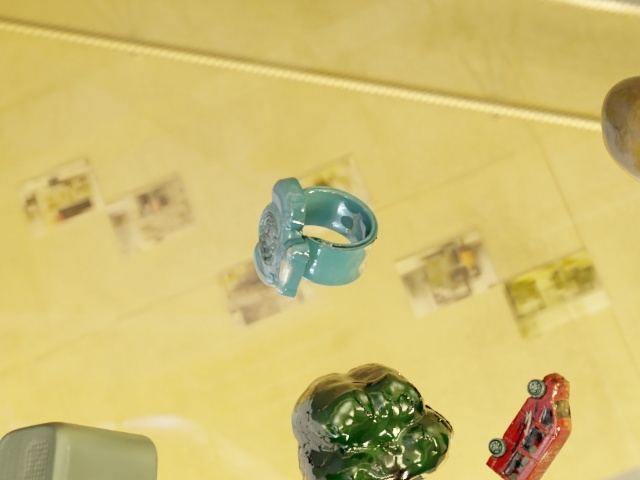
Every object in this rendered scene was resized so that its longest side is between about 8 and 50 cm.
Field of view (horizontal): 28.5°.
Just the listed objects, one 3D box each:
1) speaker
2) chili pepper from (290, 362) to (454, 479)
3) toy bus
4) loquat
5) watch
[{"bbox_3d":[-0.367,0.466,1.799,0.183,0.406,0.184,-15,152,36],"label":"speaker"},{"bbox_3d":[0.074,0.314,2.038,0.248,0.233,0.256,-32,178,-12],"label":"chili pepper"},{"bbox_3d":[0.360,0.315,2.097,0.081,0.089,0.195,12,113,-55],"label":"toy bus"},{"bbox_3d":[0.518,-0.158,1.866,0.179,0.227,0.179,-41,149,-31],"label":"loquat"},{"bbox_3d":[0.000,0.000,2.147,0.193,0.211,0.211,-2,162,-23],"label":"watch"}]
